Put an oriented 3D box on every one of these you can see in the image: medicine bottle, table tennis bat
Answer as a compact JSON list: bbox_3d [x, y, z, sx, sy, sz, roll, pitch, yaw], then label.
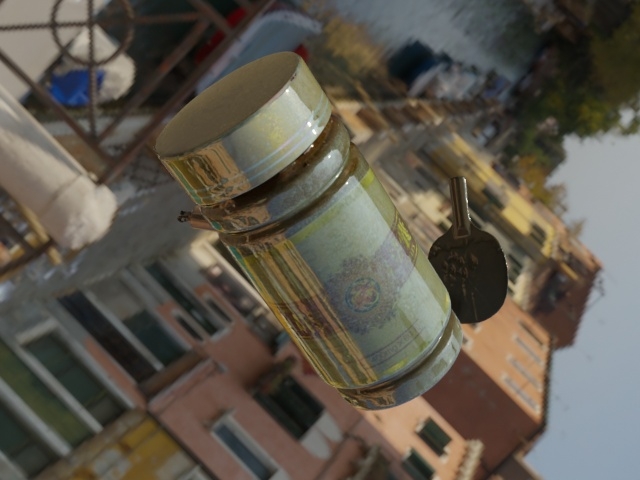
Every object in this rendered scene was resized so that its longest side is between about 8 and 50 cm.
[{"bbox_3d":[0.000,0.000,0.997,0.151,0.322,0.151,-27,-153,15],"label":"medicine bottle"},{"bbox_3d":[0.229,0.015,1.715,0.131,0.235,0.022,-6,176,19],"label":"table tennis bat"}]

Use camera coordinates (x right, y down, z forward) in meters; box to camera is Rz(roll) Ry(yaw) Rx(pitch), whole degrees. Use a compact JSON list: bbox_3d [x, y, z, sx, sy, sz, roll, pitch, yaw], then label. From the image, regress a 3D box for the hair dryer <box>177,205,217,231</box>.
[{"bbox_3d":[-0.123,-0.028,1.569,0.064,0.181,0.117,-64,158,-52],"label":"hair dryer"}]
